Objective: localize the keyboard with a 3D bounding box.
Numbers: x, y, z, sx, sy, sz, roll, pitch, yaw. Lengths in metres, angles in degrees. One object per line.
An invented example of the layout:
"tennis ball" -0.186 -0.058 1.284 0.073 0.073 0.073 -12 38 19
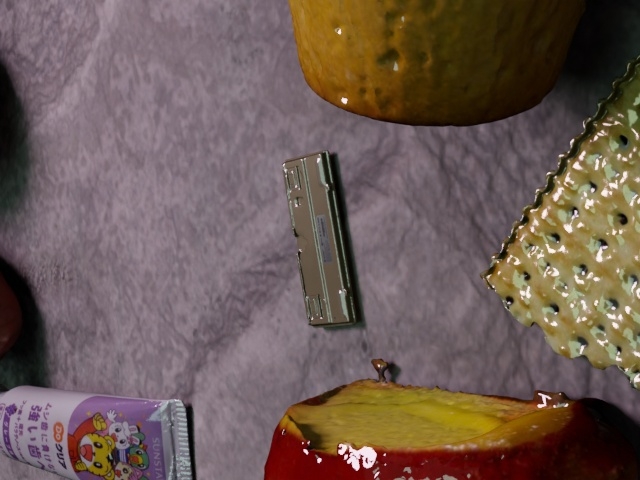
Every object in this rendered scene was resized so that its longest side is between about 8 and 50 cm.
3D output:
"keyboard" 0.000 0.000 0.935 0.049 0.015 0.129 -10 89 44

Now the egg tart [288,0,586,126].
"egg tart" 0.066 -0.152 0.703 0.202 0.203 0.147 29 128 43

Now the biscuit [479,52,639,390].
"biscuit" 0.180 -0.001 0.723 0.144 0.016 0.203 52 131 30

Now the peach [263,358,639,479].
"peach" 0.074 0.175 0.785 0.267 0.159 0.154 0 103 47

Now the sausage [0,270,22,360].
"sausage" -0.425 0.057 1.336 0.280 0.152 0.152 29 118 42

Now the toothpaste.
"toothpaste" -0.229 0.187 1.202 0.299 0.073 0.114 4 101 41
